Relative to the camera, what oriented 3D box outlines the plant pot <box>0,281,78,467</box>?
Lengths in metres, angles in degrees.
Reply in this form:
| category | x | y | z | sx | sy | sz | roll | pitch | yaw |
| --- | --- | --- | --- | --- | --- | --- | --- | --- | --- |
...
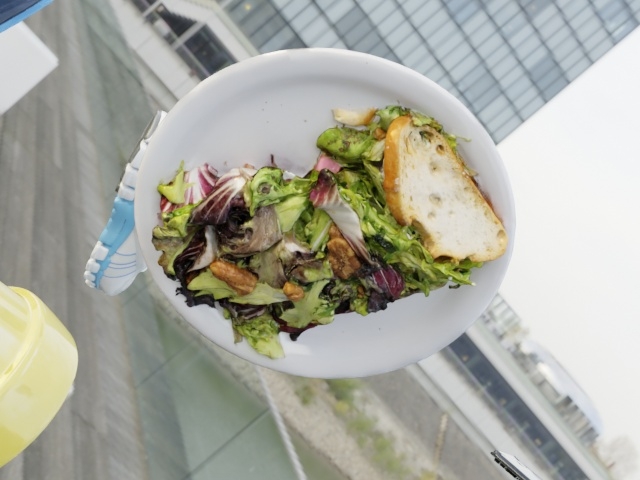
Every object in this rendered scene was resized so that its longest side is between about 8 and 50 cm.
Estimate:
| category | x | y | z | sx | sy | sz | roll | pitch | yaw |
| --- | --- | --- | --- | --- | --- | --- | --- | --- | --- |
| plant pot | -0.450 | 0.116 | 1.029 | 0.239 | 0.254 | 0.254 | 61 | -4 | -36 |

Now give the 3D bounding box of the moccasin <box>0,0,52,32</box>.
| category | x | y | z | sx | sy | sz | roll | pitch | yaw |
| --- | --- | --- | --- | --- | --- | --- | --- | --- | --- |
| moccasin | -0.334 | -0.262 | 0.846 | 0.138 | 0.342 | 0.116 | 34 | -19 | 32 |

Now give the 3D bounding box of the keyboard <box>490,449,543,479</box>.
| category | x | y | z | sx | sy | sz | roll | pitch | yaw |
| --- | --- | --- | --- | --- | --- | --- | --- | --- | --- |
| keyboard | 0.250 | 0.289 | 0.907 | 0.192 | 0.038 | 0.100 | 40 | 4 | 36 |

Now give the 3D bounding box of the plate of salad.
| category | x | y | z | sx | sy | sz | roll | pitch | yaw |
| --- | --- | --- | --- | --- | --- | --- | --- | --- | --- |
| plate of salad | 0.000 | 0.000 | 0.464 | 0.200 | 0.200 | 0.048 | 48 | 24 | -22 |

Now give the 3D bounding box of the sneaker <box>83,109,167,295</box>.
| category | x | y | z | sx | sy | sz | roll | pitch | yaw |
| --- | --- | --- | --- | --- | --- | --- | --- | --- | --- |
| sneaker | -0.114 | -0.006 | 0.655 | 0.083 | 0.190 | 0.071 | 28 | 50 | -8 |
